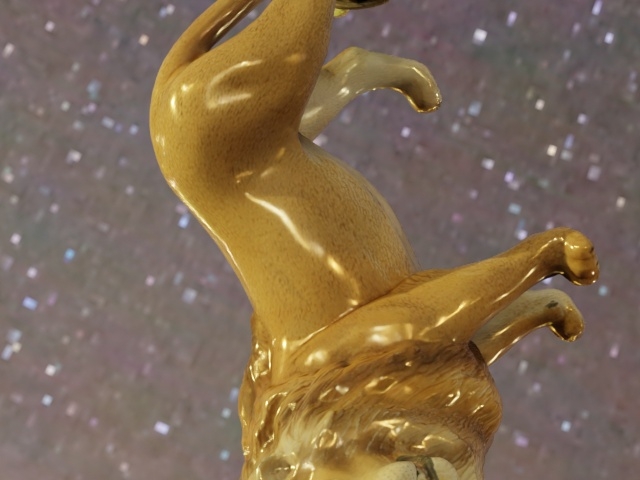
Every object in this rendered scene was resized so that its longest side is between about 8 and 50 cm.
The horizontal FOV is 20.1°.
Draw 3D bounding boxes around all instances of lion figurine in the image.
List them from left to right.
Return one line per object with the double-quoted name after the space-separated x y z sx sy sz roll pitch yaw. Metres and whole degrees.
0.000 0.000 1.007 0.392 0.240 0.142 59 -15 20 "lion figurine"

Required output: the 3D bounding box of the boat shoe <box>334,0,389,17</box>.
0.019 -0.194 1.106 0.117 0.096 0.324 36 -12 -14 "boat shoe"
